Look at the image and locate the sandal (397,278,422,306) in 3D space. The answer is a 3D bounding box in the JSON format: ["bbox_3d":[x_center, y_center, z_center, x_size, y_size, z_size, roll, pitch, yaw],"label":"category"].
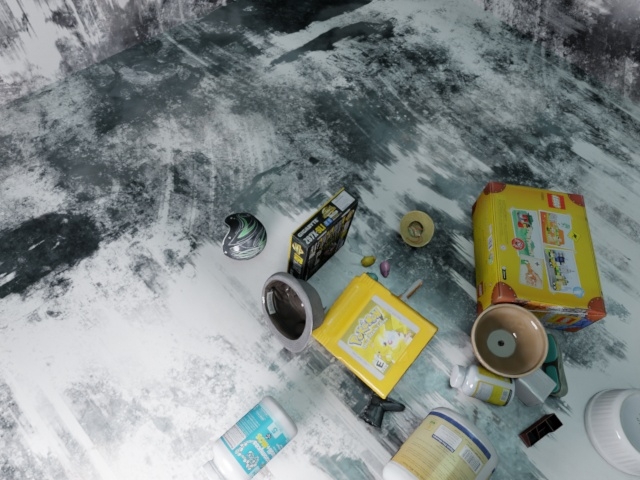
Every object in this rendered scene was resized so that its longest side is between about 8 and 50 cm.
[{"bbox_3d":[0.295,0.235,1.541,0.265,0.102,0.076,-38,68,-25],"label":"sandal"}]

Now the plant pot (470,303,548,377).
[{"bbox_3d":[0.617,0.337,1.460,0.238,0.109,0.237,-2,70,6],"label":"plant pot"}]

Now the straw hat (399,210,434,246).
[{"bbox_3d":[0.372,-0.040,1.726,0.145,0.061,0.144,0,77,0],"label":"straw hat"}]

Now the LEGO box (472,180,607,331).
[{"bbox_3d":[0.793,0.051,1.642,0.373,0.193,0.499,9,61,-1],"label":"LEGO box"}]

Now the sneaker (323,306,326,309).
[{"bbox_3d":[-0.012,0.240,1.546,0.069,0.038,0.098,-18,74,-17],"label":"sneaker"}]

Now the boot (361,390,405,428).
[{"bbox_3d":[0.198,0.546,1.390,0.121,0.045,0.099,21,58,14],"label":"boot"}]

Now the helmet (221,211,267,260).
[{"bbox_3d":[-0.278,-0.007,1.584,0.170,0.169,0.161,-14,47,-13],"label":"helmet"}]

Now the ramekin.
[{"bbox_3d":[1.014,0.601,1.396,0.273,0.127,0.272,3,61,-5],"label":"ramekin"}]

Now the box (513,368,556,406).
[{"bbox_3d":[0.694,0.476,1.447,0.087,0.101,0.102,-36,71,-22],"label":"box"}]

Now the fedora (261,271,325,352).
[{"bbox_3d":[-0.077,0.225,1.464,0.124,0.243,0.275,-9,37,-43],"label":"fedora"}]

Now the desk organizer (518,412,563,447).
[{"bbox_3d":[0.707,0.608,1.404,0.130,0.050,0.047,-25,66,-18],"label":"desk organizer"}]

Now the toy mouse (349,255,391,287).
[{"bbox_3d":[0.213,0.115,1.640,0.161,0.031,0.143,-18,64,-15],"label":"toy mouse"}]

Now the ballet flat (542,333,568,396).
[{"bbox_3d":[0.809,0.433,1.514,0.068,0.072,0.213,23,58,-24],"label":"ballet flat"}]

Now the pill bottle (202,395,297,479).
[{"bbox_3d":[-0.205,0.591,1.266,0.264,0.146,0.146,-38,71,-22],"label":"pill bottle"}]

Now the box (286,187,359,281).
[{"bbox_3d":[0.000,0.000,1.517,0.079,0.322,0.257,39,65,13],"label":"box"}]

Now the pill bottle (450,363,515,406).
[{"bbox_3d":[0.528,0.468,1.434,0.184,0.103,0.103,16,61,3],"label":"pill bottle"}]

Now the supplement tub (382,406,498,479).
[{"bbox_3d":[0.320,0.660,1.233,0.316,0.228,0.228,-39,71,-24],"label":"supplement tub"}]

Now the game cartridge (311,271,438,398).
[{"bbox_3d":[0.171,0.300,1.441,0.324,0.053,0.285,37,87,21],"label":"game cartridge"}]
